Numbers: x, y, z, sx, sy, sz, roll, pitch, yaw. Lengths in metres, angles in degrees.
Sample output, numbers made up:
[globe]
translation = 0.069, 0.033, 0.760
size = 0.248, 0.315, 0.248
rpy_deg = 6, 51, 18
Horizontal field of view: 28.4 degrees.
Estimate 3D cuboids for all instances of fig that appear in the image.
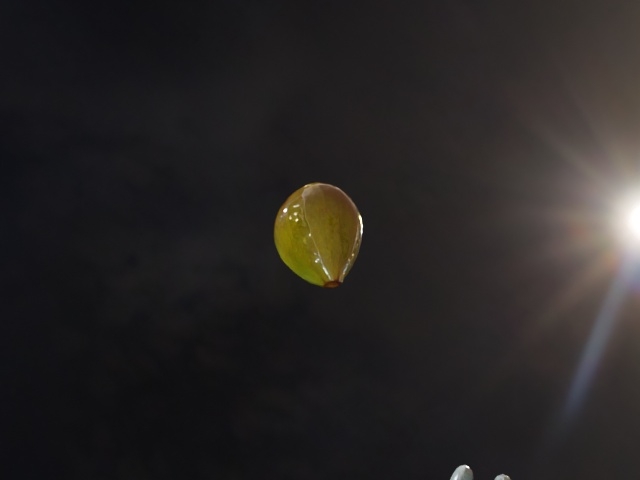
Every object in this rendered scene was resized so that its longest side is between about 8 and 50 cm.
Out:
[fig]
translation = 0.000, 0.000, 1.015
size = 0.074, 0.074, 0.088
rpy_deg = 22, -134, -42

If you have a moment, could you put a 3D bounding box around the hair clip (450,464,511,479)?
[hair clip]
translation = 0.231, 0.281, 0.857
size = 0.238, 0.392, 0.318
rpy_deg = 21, 170, -21
